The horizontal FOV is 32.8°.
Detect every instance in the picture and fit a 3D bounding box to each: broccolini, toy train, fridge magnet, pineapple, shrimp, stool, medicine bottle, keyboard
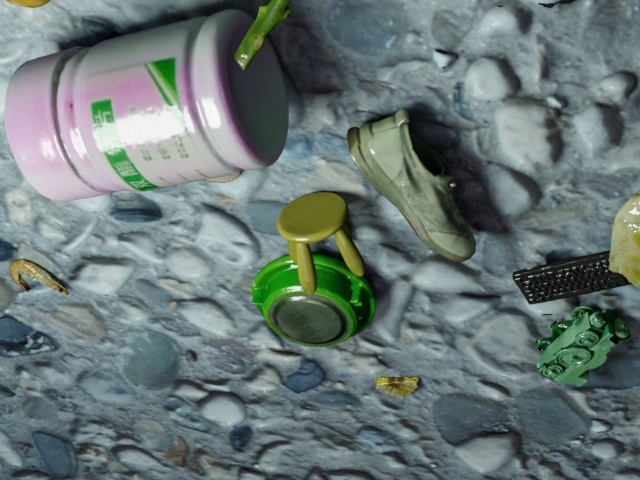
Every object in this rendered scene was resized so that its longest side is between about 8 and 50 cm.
[{"bbox_3d":[-0.047,-0.305,1.305,0.058,0.067,0.216,38,104,-1],"label":"broccolini"},{"bbox_3d":[0.427,0.173,1.775,0.104,0.071,0.178,17,141,-16],"label":"toy train"},{"bbox_3d":[-0.012,0.102,1.789,0.208,0.088,0.208,7,138,6],"label":"fridge magnet"},{"bbox_3d":[0.142,0.268,1.987,0.083,0.019,0.045,-4,133,14],"label":"pineapple"},{"bbox_3d":[-0.501,0.075,1.934,0.114,0.023,0.083,30,139,-11],"label":"shrimp"},{"bbox_3d":[0.000,0.000,1.650,0.135,0.134,0.111,10,135,32],"label":"stool"},{"bbox_3d":[-0.227,-0.173,1.448,0.325,0.212,0.212,-8,135,21],"label":"medicine bottle"},{"bbox_3d":[0.424,0.049,1.676,0.250,0.017,0.087,-14,134,28],"label":"keyboard"}]

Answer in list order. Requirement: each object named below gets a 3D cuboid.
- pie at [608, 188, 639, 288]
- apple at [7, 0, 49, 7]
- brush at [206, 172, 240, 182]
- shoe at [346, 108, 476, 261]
[{"bbox_3d":[0.576,0.018,1.515,0.337,0.075,0.338,11,124,16],"label":"pie"},{"bbox_3d":[-0.380,-0.339,1.393,0.089,0.090,0.074,25,125,-13],"label":"apple"},{"bbox_3d":[-0.275,-0.101,1.653,0.312,0.067,0.072,3,137,8],"label":"brush"},{"bbox_3d":[0.150,-0.076,1.547,0.098,0.103,0.275,-30,125,24],"label":"shoe"}]
